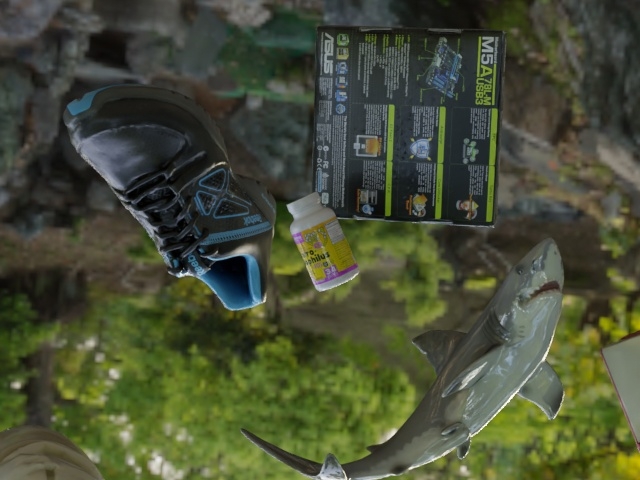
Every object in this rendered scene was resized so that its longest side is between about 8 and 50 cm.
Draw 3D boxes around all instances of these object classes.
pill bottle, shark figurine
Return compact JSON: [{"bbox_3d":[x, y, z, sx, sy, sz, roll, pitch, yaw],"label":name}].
[{"bbox_3d":[0.000,0.000,1.084,0.043,0.083,0.043,-24,-177,1],"label":"pill bottle"},{"bbox_3d":[0.086,0.119,0.985,0.116,0.278,0.166,44,169,45],"label":"shark figurine"}]

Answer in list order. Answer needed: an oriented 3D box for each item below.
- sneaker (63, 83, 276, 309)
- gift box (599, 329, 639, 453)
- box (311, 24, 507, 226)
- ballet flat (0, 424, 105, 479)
[{"bbox_3d":[-0.143,-0.044,1.297,0.125,0.140,0.341,-20,145,23],"label":"sneaker"},{"bbox_3d":[0.410,0.125,1.042,0.258,0.276,0.255,-23,175,24],"label":"gift box"},{"bbox_3d":[0.085,-0.113,1.183,0.184,0.191,0.045,2,-171,9],"label":"box"},{"bbox_3d":[-0.122,0.149,0.525,0.086,0.086,0.248,5,-147,-7],"label":"ballet flat"}]
